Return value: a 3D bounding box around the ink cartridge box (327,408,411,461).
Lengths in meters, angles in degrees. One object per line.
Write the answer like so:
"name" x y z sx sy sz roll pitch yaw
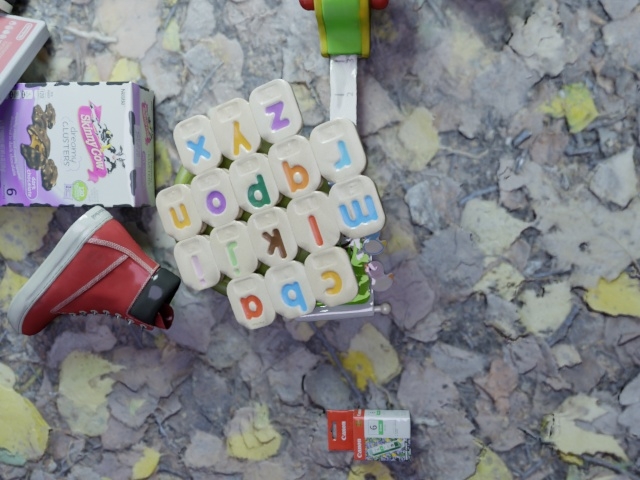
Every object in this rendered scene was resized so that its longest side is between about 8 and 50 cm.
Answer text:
"ink cartridge box" 0.066 0.266 0.743 0.115 0.029 0.062 -1 95 7

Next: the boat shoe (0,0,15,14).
"boat shoe" -0.507 -0.399 0.710 0.233 0.084 0.079 30 96 -21

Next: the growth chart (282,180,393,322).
"growth chart" 0.000 0.000 0.734 0.172 0.021 0.237 -14 94 7

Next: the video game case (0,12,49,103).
"video game case" -0.532 -0.240 0.698 0.285 0.025 0.204 11 56 0

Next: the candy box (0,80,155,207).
"candy box" -0.331 -0.127 0.739 0.196 0.070 0.164 1 94 7

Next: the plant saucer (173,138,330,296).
"plant saucer" -0.101 -0.031 0.713 0.241 0.037 0.240 3 100 16

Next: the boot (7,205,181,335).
"boot" -0.303 0.092 0.738 0.176 0.088 0.244 44 116 -10

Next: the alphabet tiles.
"alphabet tiles" -0.068 -0.038 0.670 0.284 0.021 0.278 -19 92 19

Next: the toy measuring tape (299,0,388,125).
"toy measuring tape" 0.026 -0.252 0.653 0.121 0.121 0.330 2 91 7
